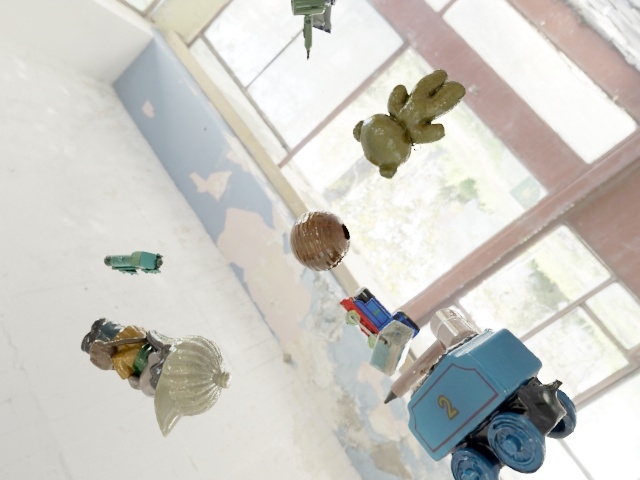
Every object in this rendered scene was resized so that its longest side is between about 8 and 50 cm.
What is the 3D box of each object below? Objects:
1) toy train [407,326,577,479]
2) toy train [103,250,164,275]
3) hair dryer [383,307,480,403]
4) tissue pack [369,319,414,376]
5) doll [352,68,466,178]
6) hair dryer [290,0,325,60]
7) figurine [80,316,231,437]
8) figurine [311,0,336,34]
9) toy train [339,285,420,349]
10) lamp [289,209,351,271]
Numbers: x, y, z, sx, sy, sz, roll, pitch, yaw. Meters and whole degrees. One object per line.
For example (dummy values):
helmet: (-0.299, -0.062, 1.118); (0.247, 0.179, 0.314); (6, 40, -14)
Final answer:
toy train: (0.332, 0.340, 0.961); (0.188, 0.300, 0.265); (-15, -128, -38)
toy train: (-0.247, 0.029, 0.628); (0.045, 0.092, 0.029); (25, -113, -56)
hair dryer: (0.309, 0.362, 1.372); (0.107, 0.344, 0.189); (41, -173, -13)
tissue pack: (0.149, 0.223, 0.993); (0.059, 0.094, 0.074); (29, -144, 28)
doll: (0.166, -0.215, 0.871); (0.137, 0.209, 0.097); (55, -171, 16)
hair dryer: (-0.027, -0.476, 1.071); (0.047, 0.071, 0.150); (-105, 11, -46)
figurine: (-0.357, 0.259, 1.059); (0.332, 0.204, 0.185); (36, 170, 22)
figurine: (0.035, -0.641, 1.130); (0.133, 0.274, 0.194); (31, -134, 23)
toy train: (0.152, 0.213, 1.269); (0.204, 0.131, 0.083); (46, 178, 11)
lamp: (0.000, 0.000, 1.018); (0.136, 0.136, 0.136); (45, -164, -17)
